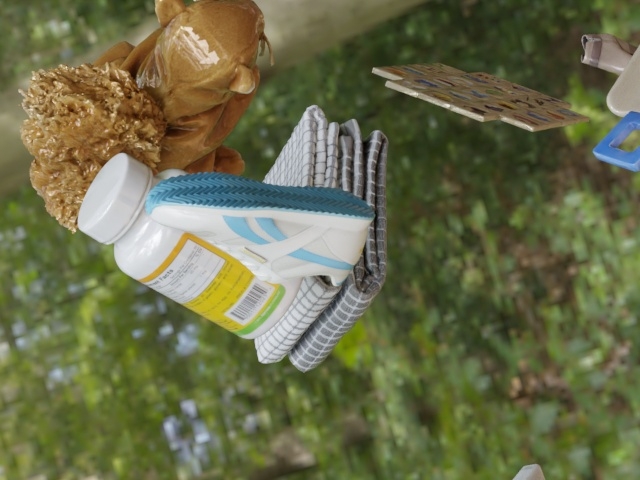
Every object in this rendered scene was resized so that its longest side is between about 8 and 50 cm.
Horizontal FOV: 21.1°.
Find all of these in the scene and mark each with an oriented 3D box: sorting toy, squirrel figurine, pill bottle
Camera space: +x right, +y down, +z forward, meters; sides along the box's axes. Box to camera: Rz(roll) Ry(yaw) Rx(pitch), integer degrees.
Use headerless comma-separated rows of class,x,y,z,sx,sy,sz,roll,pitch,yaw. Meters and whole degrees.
sorting toy,0.411,-0.184,1.732,0.347,0.196,0.047,-55,-53,-25
squirrel figurine,-0.238,-0.189,2.462,0.397,0.370,0.281,-37,-90,-36
pill bottle,-0.149,0.002,1.974,0.246,0.136,0.136,31,-151,-25

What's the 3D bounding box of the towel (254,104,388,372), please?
towel,0.000,0.000,2.256,0.235,0.121,0.283,125,151,-55

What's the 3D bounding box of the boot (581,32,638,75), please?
boot,0.412,-0.250,2.431,0.118,0.087,0.042,-92,15,-52

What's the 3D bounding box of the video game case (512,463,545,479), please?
video game case,0.238,0.394,1.919,0.206,0.026,0.227,-36,-72,-57

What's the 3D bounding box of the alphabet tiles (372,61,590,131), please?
alphabet tiles,0.253,-0.227,2.692,0.342,0.285,0.011,-14,-57,-59

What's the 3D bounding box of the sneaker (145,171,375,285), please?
sneaker,-0.063,-0.008,1.698,0.087,0.229,0.092,-114,37,-60
